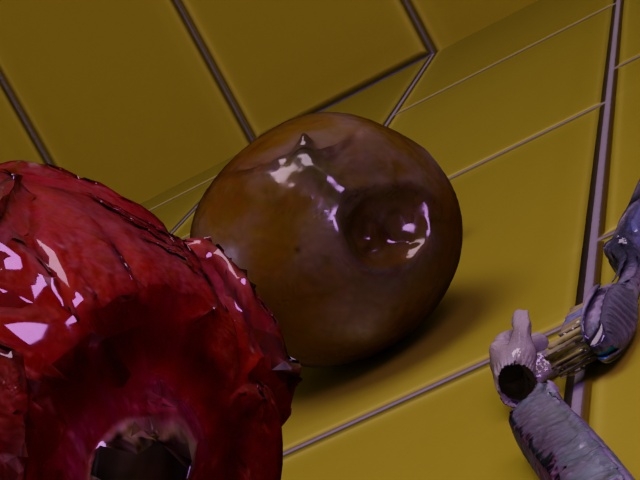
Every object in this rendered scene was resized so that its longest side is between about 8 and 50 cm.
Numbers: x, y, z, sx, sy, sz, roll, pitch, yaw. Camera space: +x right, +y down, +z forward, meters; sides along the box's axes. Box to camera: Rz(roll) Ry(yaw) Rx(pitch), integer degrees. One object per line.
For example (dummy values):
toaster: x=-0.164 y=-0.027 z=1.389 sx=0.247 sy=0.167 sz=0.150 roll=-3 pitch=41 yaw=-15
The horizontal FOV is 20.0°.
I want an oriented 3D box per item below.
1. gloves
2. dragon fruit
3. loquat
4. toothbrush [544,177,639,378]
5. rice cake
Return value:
gloves: x=0.107 y=0.065 z=0.977 sx=0.037 sy=0.044 sz=0.081 roll=7 pitch=17 yaw=20
dragon fruit: x=-0.160 y=0.096 z=0.827 sx=0.295 sy=0.295 sz=0.301 roll=-36 pitch=13 yaw=-38
loquat: x=0.000 y=0.000 z=1.250 sx=0.179 sy=0.179 sz=0.227 roll=-32 pitch=8 yaw=-21
toothbrush: x=0.199 y=-0.009 z=1.127 sx=0.042 sy=0.035 sz=0.413 roll=-27 pitch=9 yaw=26
rice cake: x=0.112 y=0.100 z=0.795 sx=0.033 sy=0.033 sz=0.207 roll=-27 pitch=9 yaw=1
